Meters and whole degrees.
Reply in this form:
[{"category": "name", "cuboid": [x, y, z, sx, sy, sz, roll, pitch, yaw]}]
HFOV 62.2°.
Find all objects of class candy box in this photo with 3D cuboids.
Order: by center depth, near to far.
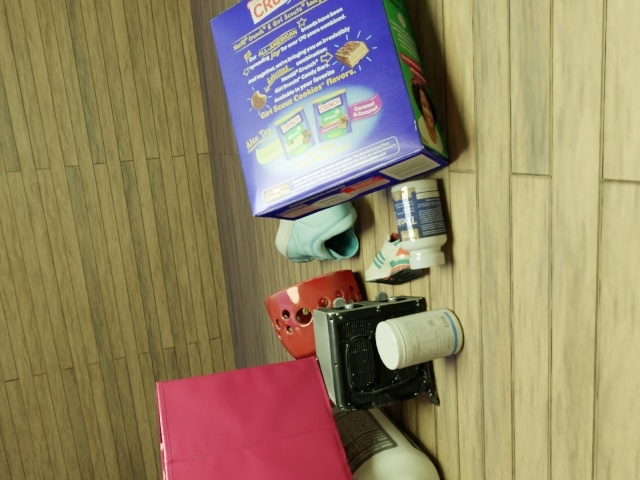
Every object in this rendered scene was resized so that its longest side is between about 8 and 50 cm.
[{"category": "candy box", "cuboid": [0.005, -0.218, 0.758, 0.268, 0.122, 0.318, -18, 80, 27]}]

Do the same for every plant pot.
[{"category": "plant pot", "cuboid": [0.003, 0.166, 1.061, 0.191, 0.191, 0.174, 131, 121, -66]}]

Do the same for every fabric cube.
[{"category": "fabric cube", "cuboid": [-0.117, 0.373, 0.850, 0.254, 0.257, 0.259, 108, 150, -46]}]

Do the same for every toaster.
[{"category": "toaster", "cuboid": [0.085, 0.181, 0.859, 0.110, 0.167, 0.186, -174, 77, -73]}]

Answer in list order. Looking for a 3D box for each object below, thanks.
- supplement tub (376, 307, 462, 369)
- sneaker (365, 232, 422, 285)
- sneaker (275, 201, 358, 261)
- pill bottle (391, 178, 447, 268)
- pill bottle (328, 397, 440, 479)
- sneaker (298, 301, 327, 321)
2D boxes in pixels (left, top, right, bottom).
[{"category": "supplement tub", "cuboid": [0.141, 0.140, 0.761, 0.071, 0.107, 0.071, 171, 90, -71]}, {"category": "sneaker", "cuboid": [0.121, 0.029, 0.875, 0.161, 0.057, 0.076, 143, 133, -70]}, {"category": "sneaker", "cuboid": [0.000, 0.000, 1.090, 0.150, 0.135, 0.366, 44, 168, 11]}, {"category": "pill bottle", "cuboid": [0.141, -0.022, 0.750, 0.067, 0.066, 0.120, 164, 97, -71]}, {"category": "pill bottle", "cuboid": [0.094, 0.405, 0.912, 0.318, 0.176, 0.177, -149, 52, -66]}, {"category": "sneaker", "cuboid": [-0.030, 0.149, 1.323, 0.084, 0.069, 0.186, 58, 150, 38]}]
